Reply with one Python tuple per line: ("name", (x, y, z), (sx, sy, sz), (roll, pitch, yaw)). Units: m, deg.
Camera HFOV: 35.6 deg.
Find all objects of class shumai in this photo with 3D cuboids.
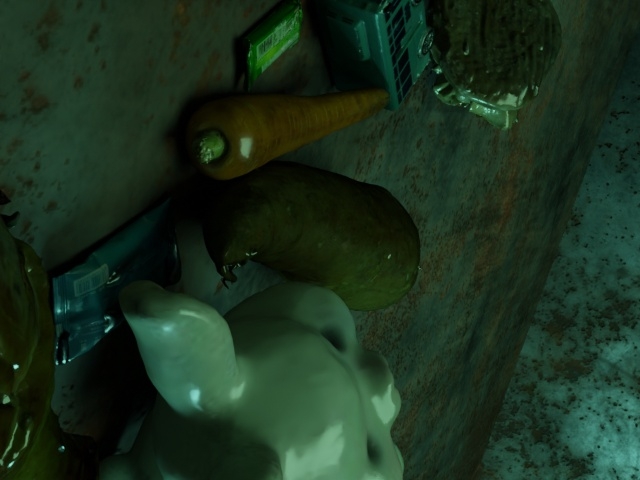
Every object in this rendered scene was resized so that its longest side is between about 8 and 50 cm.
("shumai", (0.188, -0.216, 1.155), (0.153, 0.162, 0.209), (118, -18, -61))

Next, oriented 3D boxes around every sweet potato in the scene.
("sweet potato", (-0.002, -0.005, 0.898), (0.423, 0.131, 0.130), (17, 94, -67))

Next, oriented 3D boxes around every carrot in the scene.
("carrot", (-0.023, -0.101, 0.817), (0.257, 0.061, 0.061), (-26, 135, -51))

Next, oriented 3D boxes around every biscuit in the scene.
("biscuit", (-0.040, -0.163, 0.804), (0.089, 0.016, 0.046), (-50, 154, -37))

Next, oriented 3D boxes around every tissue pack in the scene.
("tissue pack", (-0.144, 0.029, 0.730), (0.138, 0.028, 0.085), (-47, 150, -50))

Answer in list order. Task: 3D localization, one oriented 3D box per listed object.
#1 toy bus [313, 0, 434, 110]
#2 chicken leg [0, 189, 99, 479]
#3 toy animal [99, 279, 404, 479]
("toy bus", (0.047, -0.195, 0.894), (0.091, 0.079, 0.160), (-58, 159, -19))
("chicken leg", (-0.198, 0.100, 0.514), (0.361, 0.140, 0.211), (84, 26, -44))
("toy animal", (-0.063, 0.147, 0.715), (0.241, 0.196, 0.367), (-20, 165, -12))
